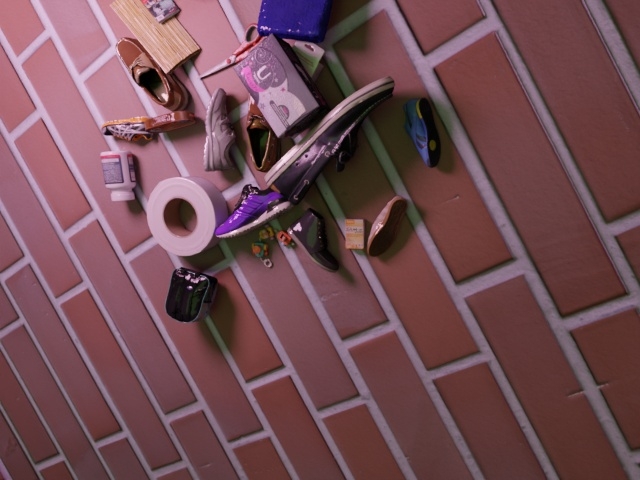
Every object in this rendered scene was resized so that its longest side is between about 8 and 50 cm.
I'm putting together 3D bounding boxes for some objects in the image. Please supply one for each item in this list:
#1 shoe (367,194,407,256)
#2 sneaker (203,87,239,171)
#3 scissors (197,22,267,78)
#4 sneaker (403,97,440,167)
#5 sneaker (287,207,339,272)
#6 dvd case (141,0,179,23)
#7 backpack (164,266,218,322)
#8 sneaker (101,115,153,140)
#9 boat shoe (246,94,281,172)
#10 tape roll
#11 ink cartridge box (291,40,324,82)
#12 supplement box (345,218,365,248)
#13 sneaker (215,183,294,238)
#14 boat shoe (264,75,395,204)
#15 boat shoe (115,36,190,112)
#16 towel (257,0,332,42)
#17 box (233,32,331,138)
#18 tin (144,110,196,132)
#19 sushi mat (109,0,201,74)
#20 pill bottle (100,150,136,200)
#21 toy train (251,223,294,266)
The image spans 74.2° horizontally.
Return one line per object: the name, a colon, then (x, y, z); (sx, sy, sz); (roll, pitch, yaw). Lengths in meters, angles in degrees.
shoe: (0.212, -0.046, 1.361); (0.076, 0.058, 0.219); (19, 113, -19)
sneaker: (-0.337, -0.374, 1.454); (0.115, 0.105, 0.282); (3, 101, -14)
scissors: (-0.287, -0.600, 1.417); (0.297, 0.021, 0.109); (-34, 91, 18)
sneaker: (0.302, -0.320, 1.278); (0.082, 0.069, 0.210); (-1, 112, 50)
sneaker: (0.000, 0.000, 1.415); (0.222, 0.083, 0.118); (44, 109, 6)
dvd case: (-0.551, -0.806, 1.440); (0.087, 0.013, 0.119); (-39, 87, -10)
backpack: (-0.476, 0.207, 1.563); (0.165, 0.144, 0.189); (15, 82, 12)
sneaker: (-0.710, -0.402, 1.555); (0.214, 0.084, 0.083); (-3, 105, 17)
boat shoe: (-0.186, -0.379, 1.385); (0.110, 0.104, 0.308); (-4, 99, 18)
tape roll: (-0.482, -0.091, 1.536); (0.285, 0.100, 0.287); (4, 102, 17)
ink cartridge box: (-0.063, -0.536, 1.340); (0.104, 0.060, 0.180); (37, 109, 8)
supplement box: (0.115, -0.023, 1.399); (0.062, 0.036, 0.099); (0, 100, 16)
sneaker: (-0.245, -0.114, 1.461); (0.293, 0.102, 0.146); (-26, 88, 10)
boat shoe: (0.042, -0.295, 1.298); (0.500, 0.187, 0.156); (-40, 96, 22)
boat shoe: (-0.591, -0.580, 1.461); (0.324, 0.120, 0.122); (45, 109, 4)
towel: (-0.054, -0.748, 1.263); (0.227, 0.076, 0.309); (14, 90, 17)
box: (-0.113, -0.450, 1.264); (0.163, 0.142, 0.247); (-32, 91, 20)
tin: (-0.526, -0.414, 1.484); (0.189, 0.106, 0.040); (-9, 90, 18)
sushi mat: (-0.563, -0.729, 1.447); (0.151, 0.019, 0.317); (-39, 88, -7)
pill bottle: (-0.752, -0.241, 1.584); (0.107, 0.108, 0.180); (-1, 100, 17)
toy train: (-0.175, 0.015, 1.491); (0.125, 0.046, 0.166); (43, 109, 6)
